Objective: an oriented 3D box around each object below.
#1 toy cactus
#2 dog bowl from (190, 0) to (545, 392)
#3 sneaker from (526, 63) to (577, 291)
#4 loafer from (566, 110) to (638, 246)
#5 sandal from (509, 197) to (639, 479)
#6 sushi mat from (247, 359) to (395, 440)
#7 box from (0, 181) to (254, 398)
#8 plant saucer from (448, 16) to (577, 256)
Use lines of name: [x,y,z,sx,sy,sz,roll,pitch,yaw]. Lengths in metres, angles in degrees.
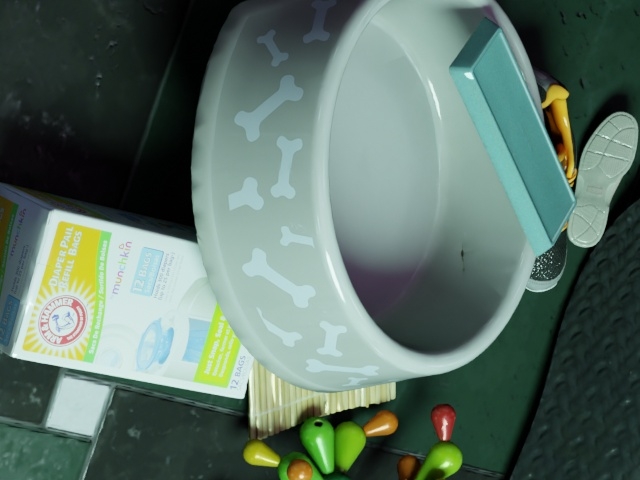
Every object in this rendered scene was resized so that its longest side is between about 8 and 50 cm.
toy cactus: [0.025,0.231,1.554,0.219,0.112,0.180,-15,95,-22]
dog bowl: [0.053,-0.053,1.439,0.349,0.102,0.349,-1,91,-52]
sneaker: [0.179,-0.051,1.608,0.084,0.083,0.215,-25,117,-26]
loafer: [0.245,-0.055,1.682,0.045,0.039,0.125,20,90,-2]
sandal: [0.284,0.136,1.707,0.107,0.167,0.446,14,104,-60]
sushi mat: [0.000,0.000,1.545,0.151,0.019,0.316,-11,110,-31]
box: [-0.149,0.038,1.408,0.203,0.103,0.114,14,95,-35]
plant saucer: [0.154,-0.078,1.470,0.067,0.018,0.192,-55,132,-35]
